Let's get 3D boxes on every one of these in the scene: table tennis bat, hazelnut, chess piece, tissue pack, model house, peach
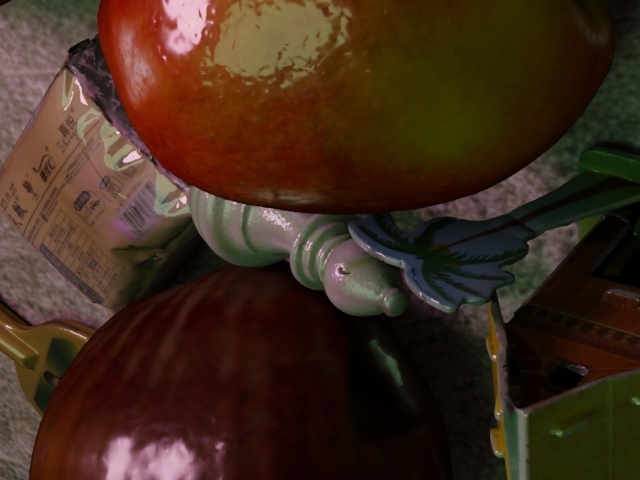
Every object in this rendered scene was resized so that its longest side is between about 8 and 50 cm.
[{"bbox_3d":[-0.309,0.143,2.220,0.321,0.050,0.198,35,138,6],"label":"table tennis bat"},{"bbox_3d":[-0.062,0.234,1.872,0.429,0.402,0.402,-6,117,45],"label":"hazelnut"},{"bbox_3d":[0.000,0.000,1.728,0.272,0.139,0.139,37,143,49],"label":"chess piece"},{"bbox_3d":[-0.210,-0.054,1.934,0.215,0.123,0.256,45,137,4],"label":"tissue pack"},{"bbox_3d":[0.186,0.120,1.603,0.340,0.323,0.300,16,129,29],"label":"model house"},{"bbox_3d":[0.016,-0.153,1.494,0.380,0.306,0.242,-16,68,29],"label":"peach"}]

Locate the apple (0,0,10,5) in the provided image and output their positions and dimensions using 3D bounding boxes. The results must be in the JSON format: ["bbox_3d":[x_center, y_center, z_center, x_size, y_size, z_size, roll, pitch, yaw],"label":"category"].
[{"bbox_3d":[-0.389,-0.320,1.783,0.277,0.250,0.309,49,135,-2],"label":"apple"}]
